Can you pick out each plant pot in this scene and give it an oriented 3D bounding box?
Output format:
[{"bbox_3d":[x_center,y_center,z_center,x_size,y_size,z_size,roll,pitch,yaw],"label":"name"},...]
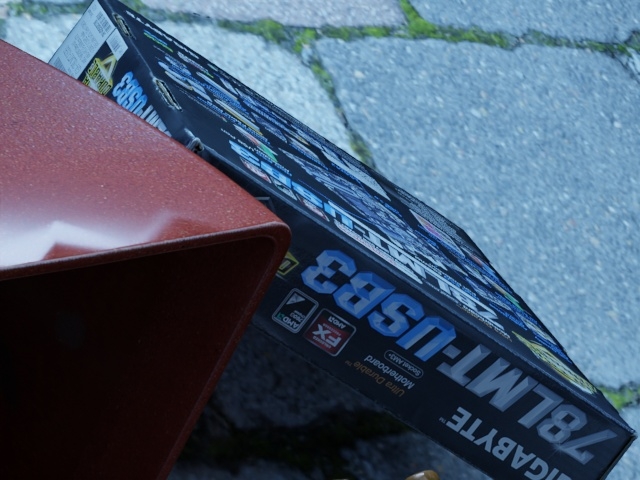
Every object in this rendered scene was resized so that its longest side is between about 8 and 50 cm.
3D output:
[{"bbox_3d":[-0.222,0.032,0.853,0.267,0.267,0.236,-10,48,-45],"label":"plant pot"}]

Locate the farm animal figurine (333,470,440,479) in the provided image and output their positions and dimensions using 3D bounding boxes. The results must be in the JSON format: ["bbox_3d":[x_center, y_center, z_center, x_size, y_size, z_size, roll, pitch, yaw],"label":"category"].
[{"bbox_3d":[-0.024,0.261,0.815,0.327,0.330,0.172,35,23,-58],"label":"farm animal figurine"}]

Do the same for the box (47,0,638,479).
[{"bbox_3d":[0.000,0.000,1.082,0.295,0.073,0.293,32,11,-24],"label":"box"}]
